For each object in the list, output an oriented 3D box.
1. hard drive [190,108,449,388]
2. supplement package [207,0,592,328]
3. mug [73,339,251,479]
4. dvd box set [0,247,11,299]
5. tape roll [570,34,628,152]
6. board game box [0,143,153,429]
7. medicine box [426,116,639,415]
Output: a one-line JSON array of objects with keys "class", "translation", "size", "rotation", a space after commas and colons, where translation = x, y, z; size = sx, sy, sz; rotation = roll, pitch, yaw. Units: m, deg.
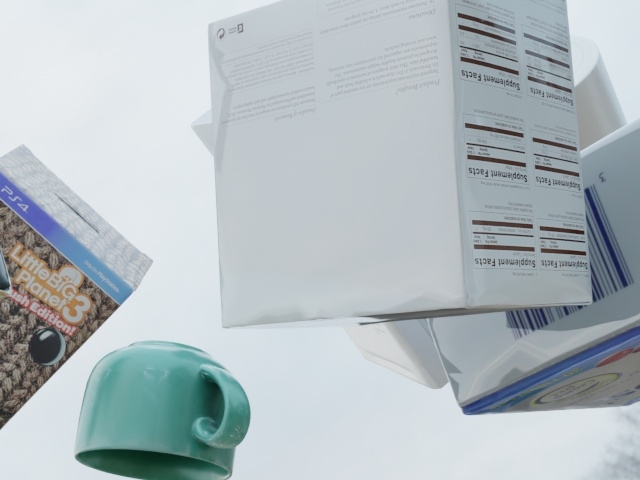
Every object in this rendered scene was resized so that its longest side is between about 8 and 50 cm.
[{"class": "hard drive", "translation": [0.000, 0.000, 1.110], "size": [0.040, 0.307, 0.203], "rotation": [-39, 14, -12]}, {"class": "supplement package", "translation": [0.049, -0.050, 0.745], "size": [0.194, 0.203, 0.149], "rotation": [-8, -7, 40]}, {"class": "mug", "translation": [-0.118, 0.139, 0.956], "size": [0.158, 0.097, 0.129], "rotation": [-1, -24, 14]}, {"class": "dvd box set", "translation": [-0.495, -0.012, 1.015], "size": [0.420, 0.307, 0.062], "rotation": [-23, -16, 13]}, {"class": "tape roll", "translation": [0.330, -0.176, 1.755], "size": [0.246, 0.246, 0.169], "rotation": [-26, -63, 5]}, {"class": "board game box", "translation": [-0.402, 0.067, 1.478], "size": [0.291, 0.232, 0.141], "rotation": [-46, 9, 11]}, {"class": "medicine box", "translation": [0.270, 0.028, 0.959], "size": [0.263, 0.149, 0.289], "rotation": [-33, -26, 35]}]
